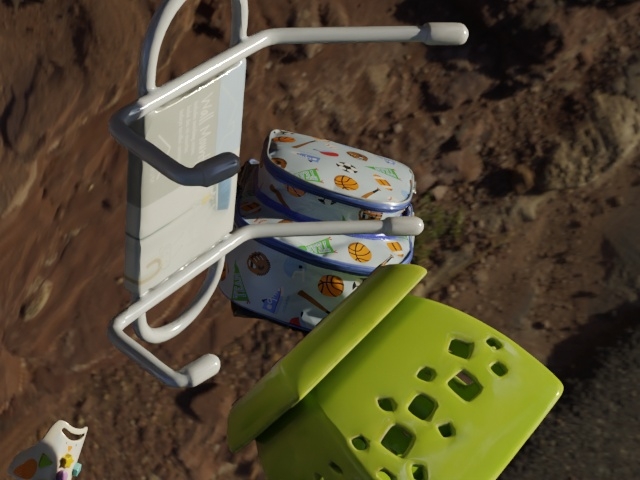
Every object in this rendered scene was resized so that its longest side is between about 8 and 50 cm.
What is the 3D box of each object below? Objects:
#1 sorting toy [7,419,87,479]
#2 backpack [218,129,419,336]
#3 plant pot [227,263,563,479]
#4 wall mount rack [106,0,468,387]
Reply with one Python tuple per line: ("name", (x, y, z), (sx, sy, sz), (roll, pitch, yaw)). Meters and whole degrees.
("sorting toy", (-0.288, 0.236, 1.215), (0.083, 0.044, 0.075), (32, 81, -55))
("backpack", (0.000, 0.000, 1.318), (0.276, 0.263, 0.213), (11, 120, -1))
("plant pot", (0.054, 0.167, 1.058), (0.207, 0.227, 0.228), (47, 58, 4))
("wall mount rack", (-0.034, -0.049, 0.869), (0.130, 0.350, 0.304), (32, 46, 23))
